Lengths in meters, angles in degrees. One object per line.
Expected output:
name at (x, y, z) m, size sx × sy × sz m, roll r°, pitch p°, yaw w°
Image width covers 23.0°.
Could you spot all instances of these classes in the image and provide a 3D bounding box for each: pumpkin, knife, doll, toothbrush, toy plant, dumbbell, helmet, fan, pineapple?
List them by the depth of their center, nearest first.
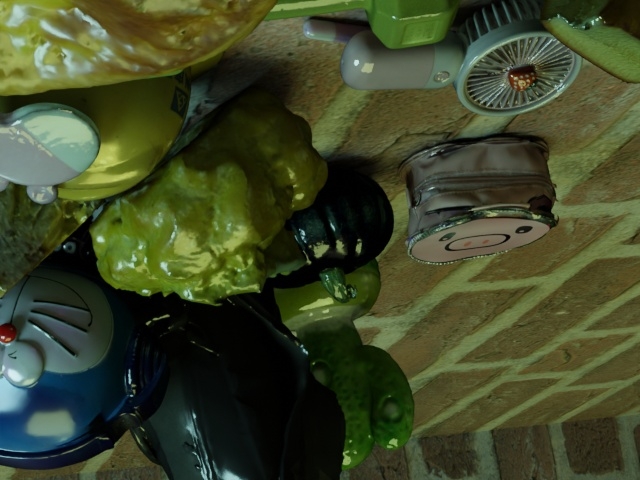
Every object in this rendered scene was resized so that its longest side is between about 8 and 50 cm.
dumbbell at (-0.037, -0.209, 1.321) m, size 0.302 × 0.108 × 0.121 m, roll -7°, pitch 163°, yaw -7°
knife at (-0.387, -0.125, 1.366) m, size 0.398 × 0.038 × 0.132 m, roll 17°, pitch 133°, yaw -23°
helmet at (-0.213, -0.111, 1.503) m, size 0.257 × 0.140 × 0.205 m, roll -11°, pitch 163°, yaw 15°
fan at (0.137, -0.176, 1.539) m, size 0.244 × 0.074 × 0.130 m, roll -4°, pitch 147°, yaw -17°
toothbrush at (0.104, -0.199, 1.578) m, size 0.286 × 0.020 × 0.025 m, roll 2°, pitch 166°, yaw -32°
pineapple at (-0.332, -0.031, 1.592) m, size 0.236 × 0.186 × 0.114 m, roll 8°, pitch 161°, yaw -16°
doll at (-0.305, 0.100, 1.728) m, size 0.284 × 0.310 × 0.240 m, roll -1°, pitch 149°, yaw 4°
pumpkin at (-0.004, -0.013, 1.922) m, size 0.194 × 0.150 × 0.194 m, roll -10°, pitch 141°, yaw -8°
toy plant at (0.007, 0.162, 2.184) m, size 0.224 × 0.316 × 0.184 m, roll -19°, pitch 161°, yaw 24°

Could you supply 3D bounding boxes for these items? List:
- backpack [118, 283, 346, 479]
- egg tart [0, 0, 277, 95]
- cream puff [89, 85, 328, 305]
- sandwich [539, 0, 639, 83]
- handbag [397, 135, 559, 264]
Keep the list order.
backpack at (-0.126, 0.179, 1.967) m, size 0.254 × 0.446 × 0.363 m, roll -24°, pitch 166°, yaw 6°
egg tart at (-0.206, -0.237, 1.029) m, size 0.443 × 0.178 × 0.443 m, roll -10°, pitch 162°, yaw -3°
cream puff at (-0.102, -0.023, 1.620) m, size 0.282 × 0.185 × 0.282 m, roll -41°, pitch -170°, yaw 9°
sandwich at (0.292, -0.214, 1.508) m, size 0.094 × 0.096 × 0.258 m, roll -12°, pitch 165°, yaw 30°
handbag at (0.194, -0.049, 1.941) m, size 0.205 × 0.116 × 0.179 m, roll -3°, pitch 161°, yaw -15°
